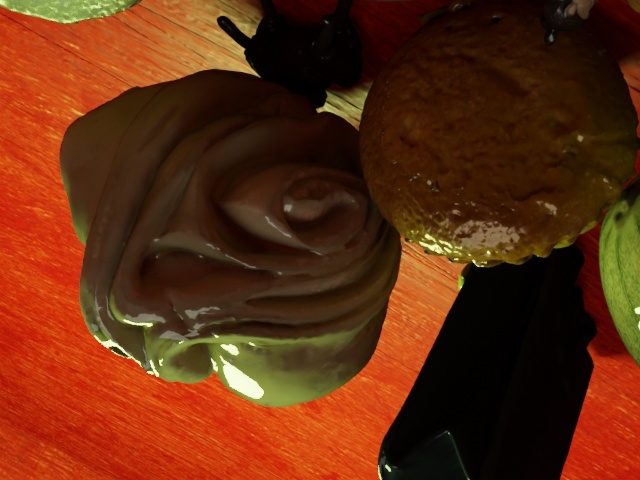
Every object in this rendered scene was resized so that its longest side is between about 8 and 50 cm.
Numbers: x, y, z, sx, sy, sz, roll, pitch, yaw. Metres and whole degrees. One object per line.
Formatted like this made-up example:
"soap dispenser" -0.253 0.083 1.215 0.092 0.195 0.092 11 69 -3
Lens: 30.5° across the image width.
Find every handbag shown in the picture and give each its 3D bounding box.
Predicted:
"handbag" 0.190 0.169 1.225 0.121 0.329 0.303 12 152 26

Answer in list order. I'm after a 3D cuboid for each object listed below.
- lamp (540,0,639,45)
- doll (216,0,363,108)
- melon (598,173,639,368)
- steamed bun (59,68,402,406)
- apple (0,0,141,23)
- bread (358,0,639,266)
"lamp" 0.235 -0.214 0.801 0.118 0.118 0.253 24 145 5
"doll" -0.017 -0.177 1.118 0.139 0.057 0.165 9 154 25
"melon" 0.383 0.056 0.978 0.329 0.249 0.248 38 148 -8
"steamed bun" -0.054 -0.027 1.063 0.309 0.324 0.219 15 139 -34
"apple" -0.218 -0.289 0.986 0.188 0.174 0.207 14 108 -15
"bread" 0.147 -0.080 0.970 0.239 0.240 0.139 11 157 25
